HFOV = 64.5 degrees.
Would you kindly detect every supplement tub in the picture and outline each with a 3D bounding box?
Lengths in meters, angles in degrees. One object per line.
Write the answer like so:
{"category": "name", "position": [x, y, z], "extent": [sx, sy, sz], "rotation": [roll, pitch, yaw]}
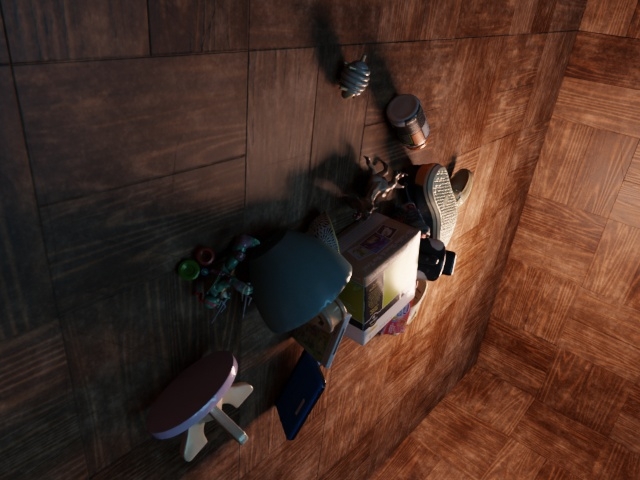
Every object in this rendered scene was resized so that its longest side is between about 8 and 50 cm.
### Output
{"category": "supplement tub", "position": [0.302, -0.394, 1.715], "extent": [0.117, 0.117, 0.190], "rotation": [-58, 147, -9]}

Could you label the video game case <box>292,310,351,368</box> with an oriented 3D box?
{"category": "video game case", "position": [-0.002, 0.284, 1.675], "extent": [0.023, 0.212, 0.193], "rotation": [15, 100, -38]}

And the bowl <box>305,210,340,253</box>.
{"category": "bowl", "position": [0.000, 0.000, 1.565], "extent": [0.080, 0.170, 0.170], "rotation": [-16, 134, -5]}

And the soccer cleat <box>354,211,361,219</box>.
{"category": "soccer cleat", "position": [0.147, -0.103, 1.781], "extent": [0.083, 0.029, 0.035], "rotation": [-57, 143, -18]}

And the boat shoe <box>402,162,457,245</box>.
{"category": "boat shoe", "position": [0.444, -0.130, 2.053], "extent": [0.187, 0.156, 0.500], "rotation": [-57, 144, -21]}

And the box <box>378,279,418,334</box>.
{"category": "box", "position": [0.296, 0.248, 2.102], "extent": [0.123, 0.128, 0.256], "rotation": [-1, 116, -23]}

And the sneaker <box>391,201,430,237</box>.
{"category": "sneaker", "position": [0.324, -0.080, 1.885], "extent": [0.104, 0.262, 0.125], "rotation": [-1, 102, -17]}

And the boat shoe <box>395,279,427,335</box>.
{"category": "boat shoe", "position": [0.397, 0.301, 2.338], "extent": [0.302, 0.113, 0.103], "rotation": [-56, 149, 7]}

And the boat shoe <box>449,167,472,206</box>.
{"category": "boat shoe", "position": [0.570, -0.194, 2.236], "extent": [0.302, 0.109, 0.098], "rotation": [-57, 148, 0]}

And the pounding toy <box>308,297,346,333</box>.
{"category": "pounding toy", "position": [0.014, 0.190, 1.595], "extent": [0.155, 0.269, 0.154], "rotation": [-39, 96, -32]}

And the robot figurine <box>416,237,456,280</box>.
{"category": "robot figurine", "position": [0.389, 0.070, 2.015], "extent": [0.209, 0.278, 0.173], "rotation": [106, -5, -50]}

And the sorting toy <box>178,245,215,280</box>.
{"category": "sorting toy", "position": [-0.305, 0.060, 1.258], "extent": [0.102, 0.042, 0.061], "rotation": [-41, 102, -17]}

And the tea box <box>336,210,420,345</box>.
{"category": "tea box", "position": [0.167, 0.125, 1.788], "extent": [0.329, 0.220, 0.323], "rotation": [-35, 138, -37]}

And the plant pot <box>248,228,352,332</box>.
{"category": "plant pot", "position": [-0.086, 0.085, 1.404], "extent": [0.290, 0.290, 0.195], "rotation": [-46, 107, -26]}

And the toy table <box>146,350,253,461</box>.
{"category": "toy table", "position": [-0.310, 0.447, 1.360], "extent": [0.274, 0.252, 0.161], "rotation": [-37, 123, -19]}

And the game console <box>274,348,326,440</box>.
{"category": "game console", "position": [-0.026, 0.516, 1.791], "extent": [0.173, 0.250, 0.293], "rotation": [11, 119, -30]}

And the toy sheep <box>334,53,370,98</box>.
{"category": "toy sheep", "position": [0.095, -0.457, 1.416], "extent": [0.091, 0.091, 0.132], "rotation": [-16, 143, -49]}

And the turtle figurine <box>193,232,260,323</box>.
{"category": "turtle figurine", "position": [-0.234, 0.100, 1.292], "extent": [0.118, 0.175, 0.234], "rotation": [30, 75, -30]}

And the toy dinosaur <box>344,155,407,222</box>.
{"category": "toy dinosaur", "position": [0.184, -0.164, 1.715], "extent": [0.296, 0.127, 0.200], "rotation": [-10, 128, -65]}
